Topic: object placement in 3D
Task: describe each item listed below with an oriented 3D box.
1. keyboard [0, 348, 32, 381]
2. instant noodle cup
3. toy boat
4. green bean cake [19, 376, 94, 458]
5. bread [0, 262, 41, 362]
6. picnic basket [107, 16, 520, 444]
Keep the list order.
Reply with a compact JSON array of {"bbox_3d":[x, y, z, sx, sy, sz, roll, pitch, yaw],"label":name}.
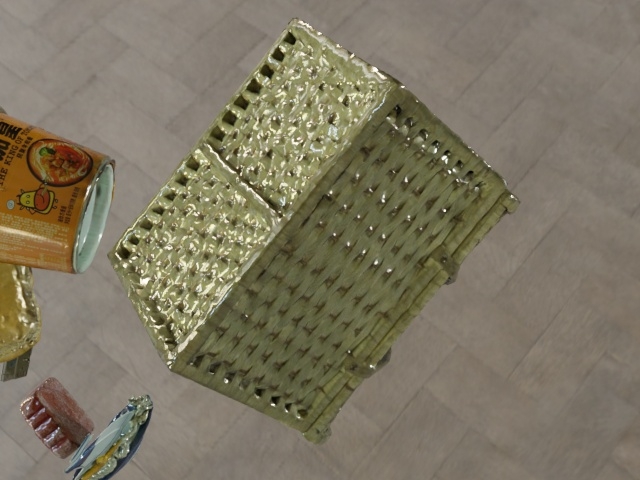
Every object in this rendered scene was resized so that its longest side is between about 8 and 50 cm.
[{"bbox_3d":[-0.535,0.207,1.594,0.049,0.129,0.015,-11,56,-33],"label":"keyboard"},{"bbox_3d":[-0.380,-0.055,1.205,0.172,0.215,0.215,16,63,-3],"label":"instant noodle cup"},{"bbox_3d":[-0.380,0.351,1.541,0.067,0.291,0.220,37,84,12],"label":"toy boat"},{"bbox_3d":[-0.490,0.330,1.676,0.056,0.135,0.135,-40,95,4],"label":"green bean cake"},{"bbox_3d":[-0.526,0.073,1.386,0.174,0.121,0.245,-17,92,-21],"label":"bread"},{"bbox_3d":[0.000,0.000,0.554,0.196,0.154,0.134,-52,40,4],"label":"picnic basket"}]
